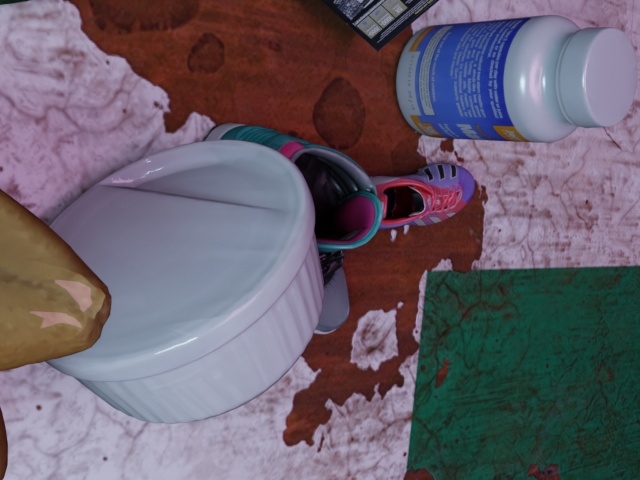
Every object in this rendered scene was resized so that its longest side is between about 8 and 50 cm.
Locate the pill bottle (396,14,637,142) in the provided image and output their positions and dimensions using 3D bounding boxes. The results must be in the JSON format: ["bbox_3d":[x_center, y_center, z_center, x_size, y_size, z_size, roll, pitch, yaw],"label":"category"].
[{"bbox_3d":[0.238,-0.197,1.060,0.152,0.272,0.152,-8,103,-39],"label":"pill bottle"}]

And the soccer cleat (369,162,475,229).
[{"bbox_3d":[0.129,-0.054,1.109,0.248,0.095,0.083,-8,103,-40],"label":"soccer cleat"}]

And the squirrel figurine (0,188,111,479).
[{"bbox_3d":[-0.367,0.042,0.519,0.397,0.370,0.281,42,68,-6],"label":"squirrel figurine"}]

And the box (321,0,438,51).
[{"bbox_3d":[0.080,-0.328,0.963,0.147,0.180,0.077,31,32,-39],"label":"box"}]

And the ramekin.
[{"bbox_3d":[-0.120,0.040,0.776,0.273,0.273,0.127,-47,136,-25],"label":"ramekin"}]

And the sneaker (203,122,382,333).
[{"bbox_3d":[0.000,0.000,0.950,0.124,0.178,0.295,-46,124,-25],"label":"sneaker"}]

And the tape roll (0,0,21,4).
[{"bbox_3d":[-0.282,-0.363,0.710,0.321,0.077,0.321,-9,104,-40],"label":"tape roll"}]
